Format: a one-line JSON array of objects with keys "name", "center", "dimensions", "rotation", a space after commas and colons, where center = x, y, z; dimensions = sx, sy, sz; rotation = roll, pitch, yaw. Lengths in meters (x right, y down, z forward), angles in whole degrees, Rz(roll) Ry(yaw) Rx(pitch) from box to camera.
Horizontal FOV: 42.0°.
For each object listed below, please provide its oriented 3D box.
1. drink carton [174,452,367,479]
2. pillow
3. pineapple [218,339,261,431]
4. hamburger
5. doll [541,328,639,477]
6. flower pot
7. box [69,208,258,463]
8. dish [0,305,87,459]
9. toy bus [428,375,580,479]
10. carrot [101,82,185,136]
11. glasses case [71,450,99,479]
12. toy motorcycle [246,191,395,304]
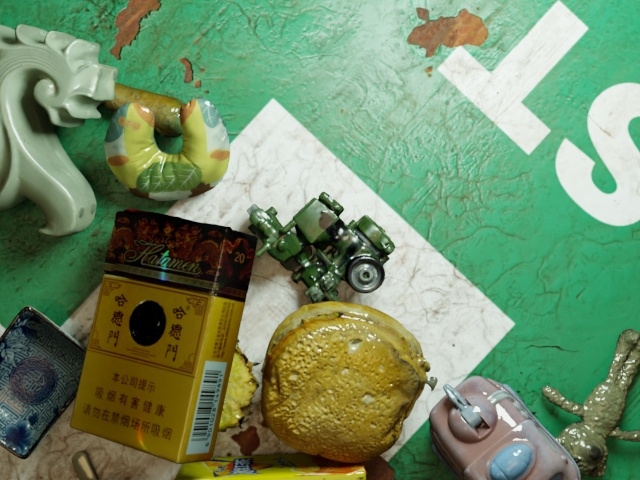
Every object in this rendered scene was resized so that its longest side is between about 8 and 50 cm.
[{"name": "drink carton", "center": [-0.092, 0.471, 1.567], "dimensions": [0.351, 0.154, 0.111], "rotation": [-2, 91, -1]}, {"name": "pillow", "center": [-0.285, -0.168, 1.558], "dimensions": [0.233, 0.086, 0.214], "rotation": [0, 127, 1]}, {"name": "pineapple", "center": [-0.216, 0.272, 1.601], "dimensions": [0.225, 0.076, 0.225], "rotation": [0, 93, 2]}, {"name": "hamburger", "center": [0.045, 0.258, 1.540], "dimensions": [0.314, 0.170, 0.290], "rotation": [18, 110, -8]}, {"name": "doll", "center": [0.561, 0.324, 1.621], "dimensions": [0.286, 0.091, 0.203], "rotation": [-36, 100, -9]}, {"name": "flower pot", "center": [-0.526, -0.203, 1.532], "dimensions": [0.254, 0.164, 0.367], "rotation": [14, 101, 5]}, {"name": "box", "center": [-0.283, 0.163, 1.511], "dimensions": [0.264, 0.116, 0.415], "rotation": [9, 85, 30]}, {"name": "dish", "center": [-0.552, 0.266, 1.593], "dimensions": [0.182, 0.080, 0.243], "rotation": [38, 90, -1]}, {"name": "toy bus", "center": [0.320, 0.378, 1.512], "dimensions": [0.197, 0.232, 0.294], "rotation": [-38, 60, 0]}, {"name": "carrot", "center": [-0.391, -0.279, 1.602], "dimensions": [0.298, 0.078, 0.078], "rotation": [24, 90, 4]}, {"name": "glasses case", "center": [-0.457, 0.451, 1.626], "dimensions": [0.032, 0.021, 0.083], "rotation": [-24, 91, 0]}, {"name": "toy motorcycle", "center": [0.000, 0.000, 1.579], "dimensions": [0.205, 0.127, 0.275], "rotation": [-43, 95, 3]}]
